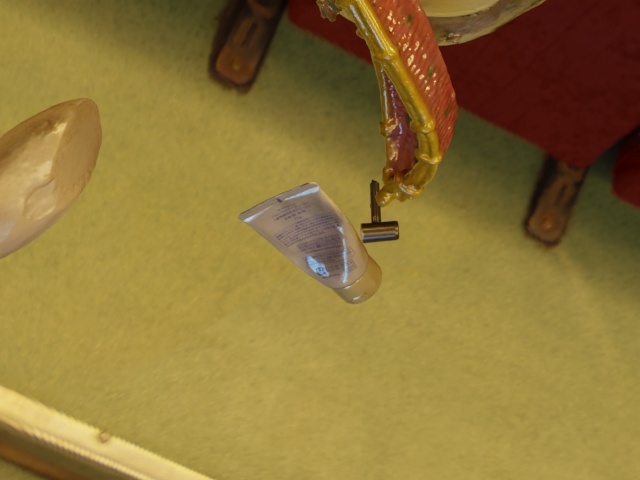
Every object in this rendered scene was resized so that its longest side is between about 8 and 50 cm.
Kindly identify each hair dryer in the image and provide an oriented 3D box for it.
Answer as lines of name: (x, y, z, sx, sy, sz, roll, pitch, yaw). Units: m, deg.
hair dryer: (0.072, -0.037, 1.391, 0.047, 0.026, 0.083, -5, 64, 5)

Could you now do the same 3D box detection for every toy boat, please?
toy boat: (0.058, -0.152, 0.987, 0.099, 0.318, 0.141, -26, 46, -2)

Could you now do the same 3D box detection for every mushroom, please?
mushroom: (-0.410, -0.048, 1.427, 0.350, 0.128, 0.128, -38, 90, -2)

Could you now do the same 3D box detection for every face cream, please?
face cream: (0.000, 0.000, 1.460, 0.224, 0.114, 0.070, 45, 30, -44)

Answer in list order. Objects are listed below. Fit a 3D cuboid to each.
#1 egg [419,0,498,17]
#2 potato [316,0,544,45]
egg: (0.070, -0.334, 1.086, 0.174, 0.286, 0.264, -17, 118, -23)
potato: (0.175, -0.426, 1.425, 0.442, 0.385, 0.319, -26, 68, -22)
